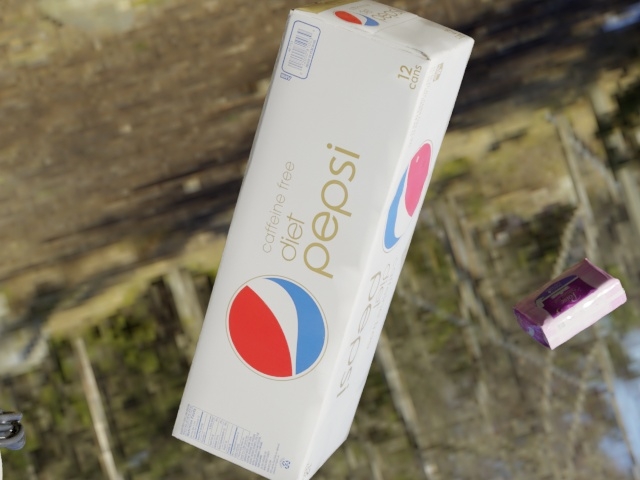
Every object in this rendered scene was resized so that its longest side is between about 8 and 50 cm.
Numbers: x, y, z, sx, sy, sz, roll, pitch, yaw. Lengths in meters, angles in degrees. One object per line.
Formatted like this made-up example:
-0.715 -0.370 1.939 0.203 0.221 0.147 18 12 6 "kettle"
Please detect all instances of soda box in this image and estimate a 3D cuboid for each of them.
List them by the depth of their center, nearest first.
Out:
0.000 0.000 0.751 0.069 0.216 0.074 23 -159 14 "soda box"

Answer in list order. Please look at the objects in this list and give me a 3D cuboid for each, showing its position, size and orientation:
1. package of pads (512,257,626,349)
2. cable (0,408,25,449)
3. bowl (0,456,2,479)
0.208 0.053 1.364 0.083 0.032 0.050 -32 -148 -13 "package of pads"
-0.332 0.135 1.372 0.184 0.047 0.150 31 159 -30 "cable"
-0.280 0.127 0.946 0.134 0.298 0.298 -30 174 11 "bowl"
